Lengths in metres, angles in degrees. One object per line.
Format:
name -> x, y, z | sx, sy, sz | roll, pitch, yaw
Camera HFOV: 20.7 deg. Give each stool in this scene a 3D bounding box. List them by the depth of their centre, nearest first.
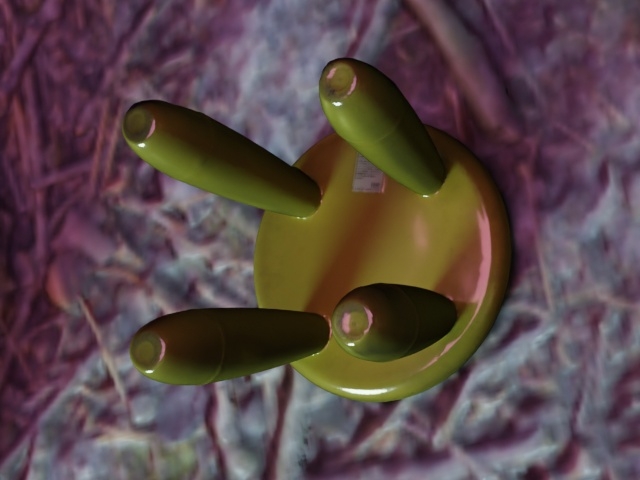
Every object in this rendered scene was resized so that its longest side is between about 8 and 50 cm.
stool -> 0.000, 0.000, 0.637 | 0.135, 0.110, 0.134 | 43, 104, 29
